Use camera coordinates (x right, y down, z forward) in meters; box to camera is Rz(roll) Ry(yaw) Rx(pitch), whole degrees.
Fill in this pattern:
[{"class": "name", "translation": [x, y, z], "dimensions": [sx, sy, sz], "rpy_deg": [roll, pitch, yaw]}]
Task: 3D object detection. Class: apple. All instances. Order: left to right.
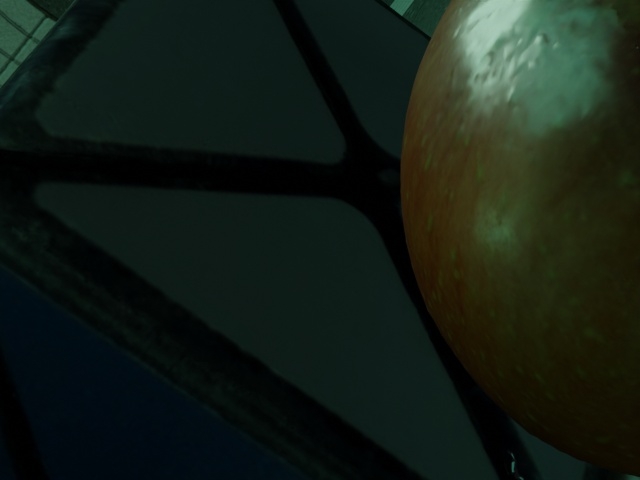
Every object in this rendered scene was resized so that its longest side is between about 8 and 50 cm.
[{"class": "apple", "translation": [0.097, -0.016, 0.422], "dimensions": [0.163, 0.163, 0.139], "rpy_deg": [-60, -5, -41]}]

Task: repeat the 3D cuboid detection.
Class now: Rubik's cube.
[{"class": "Rubik's cube", "translation": [-0.045, 0.053, 0.685], "dimensions": [0.260, 0.259, 0.255], "rpy_deg": [-46, 12, 36]}]
